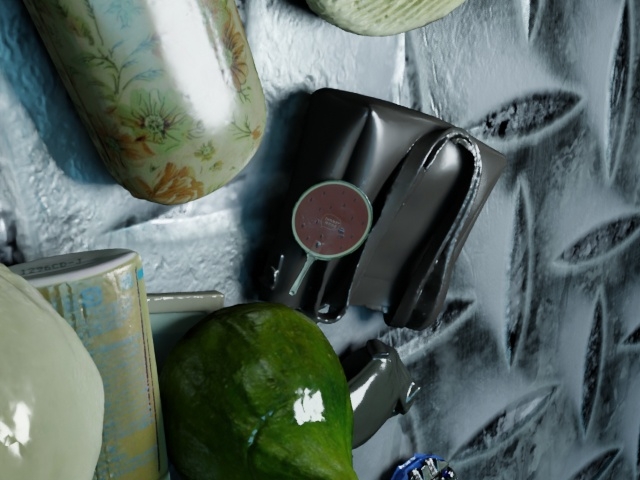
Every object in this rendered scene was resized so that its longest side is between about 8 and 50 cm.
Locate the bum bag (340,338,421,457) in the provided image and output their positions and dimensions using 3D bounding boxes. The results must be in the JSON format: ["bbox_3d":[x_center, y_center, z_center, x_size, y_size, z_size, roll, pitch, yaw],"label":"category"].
[{"bbox_3d":[-0.001,0.222,0.974,0.326,0.079,0.142,-29,130,-38],"label":"bum bag"}]

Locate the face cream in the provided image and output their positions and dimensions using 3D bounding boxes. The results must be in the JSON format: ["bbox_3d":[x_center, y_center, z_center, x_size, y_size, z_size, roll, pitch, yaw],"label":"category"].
[{"bbox_3d":[-0.205,0.155,0.712,0.139,0.067,0.285,-11,109,-24],"label":"face cream"}]

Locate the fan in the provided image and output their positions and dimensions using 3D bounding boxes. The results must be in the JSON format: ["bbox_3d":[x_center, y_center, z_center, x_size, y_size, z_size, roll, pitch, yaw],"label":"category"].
[{"bbox_3d":[0.000,0.000,0.843,0.085,0.005,0.133,24,105,-19],"label":"fan"}]

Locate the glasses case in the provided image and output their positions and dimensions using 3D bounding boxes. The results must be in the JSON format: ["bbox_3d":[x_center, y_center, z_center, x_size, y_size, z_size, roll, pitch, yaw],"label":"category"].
[{"bbox_3d":[-0.159,-0.222,0.647,0.156,0.098,0.426,-37,127,-26],"label":"glasses case"}]

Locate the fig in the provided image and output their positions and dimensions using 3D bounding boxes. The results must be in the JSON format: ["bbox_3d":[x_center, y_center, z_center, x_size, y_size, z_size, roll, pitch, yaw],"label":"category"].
[{"bbox_3d":[-0.034,0.169,0.765,0.203,0.235,0.203,-8,105,-34],"label":"fig"}]

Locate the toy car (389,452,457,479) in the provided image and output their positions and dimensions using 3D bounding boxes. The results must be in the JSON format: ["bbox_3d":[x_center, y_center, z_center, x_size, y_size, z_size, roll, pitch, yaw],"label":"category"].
[{"bbox_3d":[0.135,0.391,1.169,0.103,0.063,0.216,-26,126,-35],"label":"toy car"}]

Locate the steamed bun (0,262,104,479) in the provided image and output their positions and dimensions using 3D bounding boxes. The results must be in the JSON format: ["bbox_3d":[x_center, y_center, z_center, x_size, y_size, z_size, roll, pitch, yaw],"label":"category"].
[{"bbox_3d":[-0.318,0.127,0.460,0.352,0.247,0.339,40,77,-21],"label":"steamed bun"}]

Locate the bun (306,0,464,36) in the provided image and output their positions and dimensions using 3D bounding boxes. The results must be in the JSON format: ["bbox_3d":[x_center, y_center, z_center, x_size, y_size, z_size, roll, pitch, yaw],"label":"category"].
[{"bbox_3d":[0.063,-0.304,0.801,0.220,0.134,0.220,-16,151,-9],"label":"bun"}]

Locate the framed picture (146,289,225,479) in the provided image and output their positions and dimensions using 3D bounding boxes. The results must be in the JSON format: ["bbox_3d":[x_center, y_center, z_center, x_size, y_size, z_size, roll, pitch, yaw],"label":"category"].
[{"bbox_3d":[-0.240,0.170,0.752,0.335,0.022,0.248,2,100,-44],"label":"framed picture"}]

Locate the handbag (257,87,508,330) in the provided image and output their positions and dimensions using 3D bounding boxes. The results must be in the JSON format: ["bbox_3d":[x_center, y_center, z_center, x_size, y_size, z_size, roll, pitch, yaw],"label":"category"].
[{"bbox_3d":[0.075,-0.021,0.942,0.285,0.113,0.257,11,103,-46],"label":"handbag"}]
